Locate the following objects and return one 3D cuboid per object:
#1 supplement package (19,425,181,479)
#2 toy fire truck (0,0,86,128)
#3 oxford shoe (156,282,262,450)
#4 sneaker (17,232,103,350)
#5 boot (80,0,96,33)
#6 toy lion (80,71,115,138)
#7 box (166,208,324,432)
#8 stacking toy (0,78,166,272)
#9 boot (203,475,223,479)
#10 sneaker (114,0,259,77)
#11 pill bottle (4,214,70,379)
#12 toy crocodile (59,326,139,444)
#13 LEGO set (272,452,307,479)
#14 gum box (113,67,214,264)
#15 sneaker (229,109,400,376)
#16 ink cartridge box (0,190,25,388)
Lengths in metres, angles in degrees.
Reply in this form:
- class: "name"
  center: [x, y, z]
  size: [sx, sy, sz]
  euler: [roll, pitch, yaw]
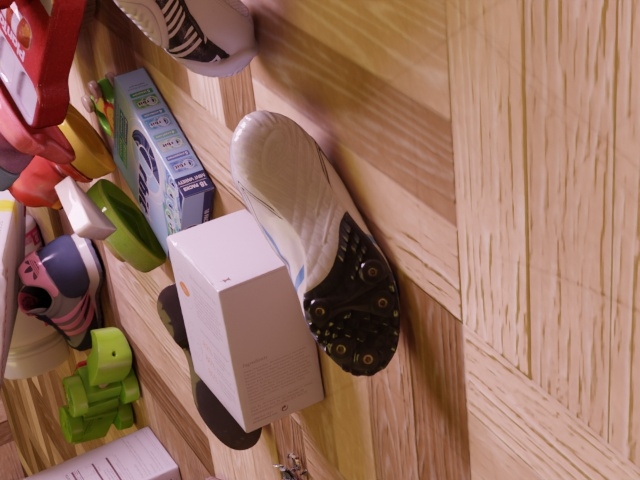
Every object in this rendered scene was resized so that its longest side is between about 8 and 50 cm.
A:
- class: "supplement package"
  center: [-0.350, 0.424, 2.037]
  size: [0.134, 0.244, 0.139]
  euler: [38, 142, 53]
- class: "toy fire truck"
  center: [-0.348, -0.302, 1.400]
  size: [0.302, 0.169, 0.254]
  euler: [55, 143, 22]
- class: "oxford shoe"
  center: [-0.119, 0.141, 1.499]
  size: [0.076, 0.076, 0.212]
  euler: [-40, -72, -81]
- class: "sneaker"
  center: [-0.432, 0.096, 2.093]
  size: [0.112, 0.131, 0.319]
  euler: [57, 156, 26]
- class: "boot"
  center: [-0.358, -0.328, 1.592]
  size: [0.206, 0.090, 0.248]
  euler: [68, 152, 20]
- class: "toy lion"
  center: [-0.255, -0.153, 1.587]
  size: [0.096, 0.034, 0.100]
  euler: [61, 159, 0]
- class: "box"
  center: [-0.074, 0.078, 1.271]
  size: [0.130, 0.091, 0.170]
  euler: [41, 145, 51]
- class: "stacking toy"
  center: [-0.338, -0.058, 1.560]
  size: [0.279, 0.130, 0.309]
  euler: [56, -173, 18]
- class: "boot"
  center: [-0.138, 0.383, 1.757]
  size: [0.087, 0.042, 0.118]
  euler: [-15, 80, 58]
- class: "sneaker"
  center: [-0.108, -0.281, 0.982]
  size: [0.366, 0.210, 0.137]
  euler: [41, -172, -50]
- class: "pill bottle"
  center: [-0.575, 0.106, 2.406]
  size: [0.160, 0.160, 0.283]
  euler: [21, 129, 62]
- class: "toy crocodile"
  center: [-0.373, 0.253, 2.123]
  size: [0.340, 0.115, 0.105]
  euler: [116, 136, -59]
- class: "LEGO set"
  center: [-0.030, 0.270, 1.445]
  size: [0.054, 0.023, 0.083]
  euler: [62, 145, 12]
- class: "gum box"
  center: [-0.182, -0.077, 1.459]
  size: [0.184, 0.041, 0.157]
  euler: [58, 156, 25]
- class: "sneaker"
  center: [0.000, 0.000, 1.059]
  size: [0.237, 0.085, 0.086]
  euler: [64, -176, 5]
- class: "ink cartridge box"
  center: [-0.551, 0.047, 1.979]
  size: [0.384, 0.161, 0.279]
  euler: [-102, 20, -59]
